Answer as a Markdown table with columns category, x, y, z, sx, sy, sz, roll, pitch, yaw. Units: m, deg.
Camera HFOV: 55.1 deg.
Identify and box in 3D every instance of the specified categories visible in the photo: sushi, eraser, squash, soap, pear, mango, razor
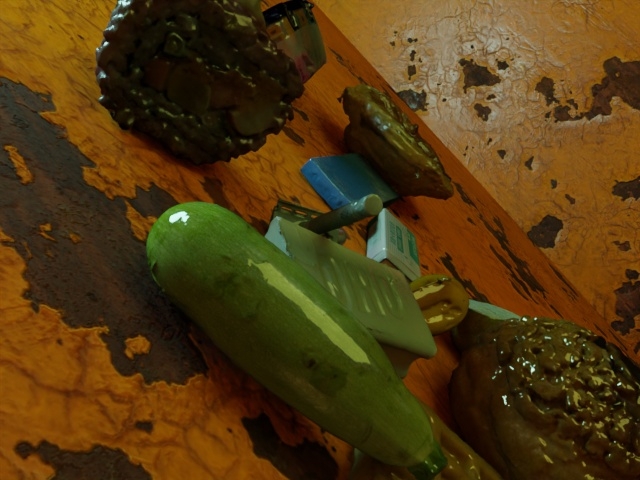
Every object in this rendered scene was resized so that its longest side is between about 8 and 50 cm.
| category | x | y | z | sx | sy | sz | roll | pitch | yaw |
| --- | --- | --- | --- | --- | --- | --- | --- | --- | --- |
| sushi | -0.161 | -0.245 | 0.846 | 0.270 | 0.236 | 0.170 | 29 | 19 | -28 |
| eraser | 0.133 | 0.024 | 1.126 | 0.095 | 0.052 | 0.225 | 43 | 21 | -14 |
| squash | -0.024 | 0.096 | 0.592 | 0.371 | 0.118 | 0.118 | 41 | 21 | 10 |
| eraser | 0.069 | -0.115 | 1.269 | 0.144 | 0.043 | 0.312 | 49 | 22 | 7 |
| soap | 0.027 | 0.079 | 0.783 | 0.262 | 0.094 | 0.150 | 25 | 29 | -42 |
| pear | 0.287 | 0.168 | 1.078 | 0.141 | 0.103 | 0.141 | 14 | 4 | -1 |
| mango | 0.171 | 0.107 | 0.987 | 0.188 | 0.101 | 0.066 | -8 | 12 | -36 |
| razor | 0.019 | -0.028 | 0.795 | 0.106 | 0.232 | 0.068 | 15 | 77 | -21 |

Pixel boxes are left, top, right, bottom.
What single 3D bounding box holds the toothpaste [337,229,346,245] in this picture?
| category | x | y | z | sx | sy | sz | roll | pitch | yaw |
| --- | --- | --- | --- | --- | --- | --- | --- | --- | --- |
| toothpaste | 0.000 | 0.000 | 0.963 | 0.045 | 0.028 | 0.170 | 58 | 26 | 13 |

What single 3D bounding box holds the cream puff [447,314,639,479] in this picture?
| category | x | y | z | sx | sy | sz | roll | pitch | yaw |
| --- | --- | --- | --- | --- | --- | --- | --- | --- | --- |
| cream puff | 0.350 | 0.247 | 0.865 | 0.343 | 0.231 | 0.327 | 26 | 24 | -51 |

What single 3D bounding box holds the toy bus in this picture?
| category | x | y | z | sx | sy | sz | roll | pitch | yaw |
| --- | --- | --- | --- | --- | --- | --- | --- | --- | --- |
| toy bus | -0.085 | -0.409 | 1.326 | 0.162 | 0.171 | 0.386 | 60 | 18 | -17 |

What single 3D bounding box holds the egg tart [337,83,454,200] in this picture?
| category | x | y | z | sx | sy | sz | roll | pitch | yaw |
| --- | --- | --- | --- | --- | --- | --- | --- | --- | --- |
| egg tart | 0.178 | -0.216 | 1.482 | 0.352 | 0.153 | 0.339 | 36 | 20 | -28 |

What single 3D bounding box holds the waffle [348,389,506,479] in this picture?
| category | x | y | z | sx | sy | sz | roll | pitch | yaw |
| --- | --- | --- | --- | --- | --- | --- | --- | --- | --- |
| waffle | 0.123 | 0.286 | 0.642 | 0.221 | 0.055 | 0.248 | 43 | 23 | -6 |
